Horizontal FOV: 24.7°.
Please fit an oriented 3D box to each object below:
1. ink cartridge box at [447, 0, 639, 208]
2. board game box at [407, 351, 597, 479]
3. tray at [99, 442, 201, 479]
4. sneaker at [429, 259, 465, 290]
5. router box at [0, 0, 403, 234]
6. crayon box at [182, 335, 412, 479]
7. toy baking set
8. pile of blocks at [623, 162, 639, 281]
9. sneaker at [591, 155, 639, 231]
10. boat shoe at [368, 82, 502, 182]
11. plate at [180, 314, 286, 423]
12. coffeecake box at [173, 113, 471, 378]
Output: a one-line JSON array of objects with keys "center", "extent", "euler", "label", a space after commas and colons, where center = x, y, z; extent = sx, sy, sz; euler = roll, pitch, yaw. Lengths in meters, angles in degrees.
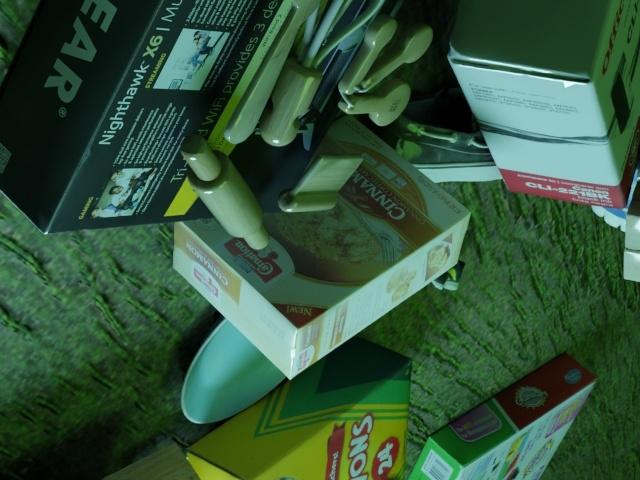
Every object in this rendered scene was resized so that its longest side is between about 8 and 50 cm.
[{"center": [0.203, -0.167, 1.182], "extent": [0.273, 0.114, 0.197], "euler": [47, 57, -65], "label": "ink cartridge box"}, {"center": [0.239, 0.315, 2.084], "extent": [0.316, 0.064, 0.242], "euler": [-24, 146, -42], "label": "board game box"}, {"center": [-0.288, 0.310, 1.159], "extent": [0.411, 0.076, 0.203], "euler": [-23, 162, -43], "label": "tray"}, {"center": [0.127, 0.031, 1.539], "extent": [0.083, 0.031, 0.035], "euler": [7, 108, -65], "label": "sneaker"}, {"center": [-0.050, -0.153, 0.918], "extent": [0.243, 0.081, 0.309], "euler": [-6, 133, -56], "label": "router box"}, {"center": [-0.033, 0.251, 1.431], "extent": [0.318, 0.081, 0.202], "euler": [-31, 132, -44], "label": "crayon box"}, {"center": [-0.012, -0.095, 0.937], "extent": [0.197, 0.030, 0.256], "euler": [-50, 157, -4], "label": "toy baking set"}, {"center": [0.351, -0.135, 1.267], "extent": [0.149, 0.113, 0.362], "euler": [-22, 121, -67], "label": "pile of blocks"}, {"center": [0.453, -0.143, 1.687], "extent": [0.330, 0.130, 0.147], "euler": [-38, 156, -20], "label": "sneaker"}, {"center": [0.125, -0.098, 1.286], "extent": [0.219, 0.078, 0.070], "euler": [-14, 140, -48], "label": "boat shoe"}, {"center": [-0.059, 0.088, 1.324], "extent": [0.188, 0.024, 0.188], "euler": [-37, 152, -23], "label": "plate"}, {"center": [0.000, 0.000, 1.148], "extent": [0.185, 0.142, 0.068], "euler": [-33, 151, -30], "label": "coffeecake box"}]
